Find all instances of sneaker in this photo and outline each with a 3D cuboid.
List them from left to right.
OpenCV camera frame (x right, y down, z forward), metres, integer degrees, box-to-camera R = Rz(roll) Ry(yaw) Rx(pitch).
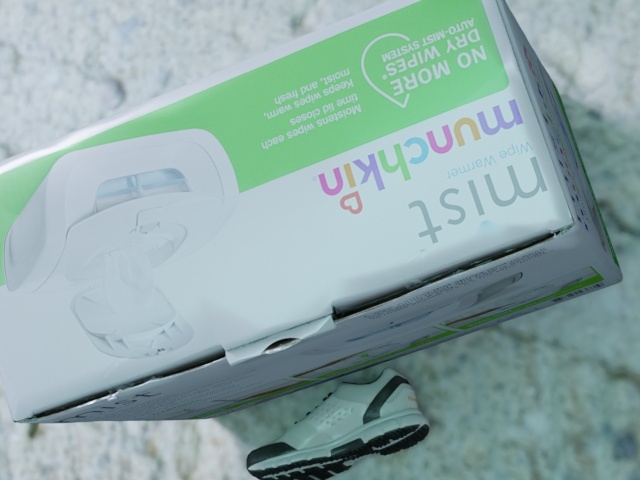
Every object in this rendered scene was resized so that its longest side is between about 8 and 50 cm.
[{"bbox_3d":[0.007,0.107,0.728,0.109,0.040,0.044,-21,60,11],"label":"sneaker"}]

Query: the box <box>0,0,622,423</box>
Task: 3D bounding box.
[{"bbox_3d":[0.000,0.000,0.639,0.262,0.231,0.127,-20,77,15],"label":"box"}]
